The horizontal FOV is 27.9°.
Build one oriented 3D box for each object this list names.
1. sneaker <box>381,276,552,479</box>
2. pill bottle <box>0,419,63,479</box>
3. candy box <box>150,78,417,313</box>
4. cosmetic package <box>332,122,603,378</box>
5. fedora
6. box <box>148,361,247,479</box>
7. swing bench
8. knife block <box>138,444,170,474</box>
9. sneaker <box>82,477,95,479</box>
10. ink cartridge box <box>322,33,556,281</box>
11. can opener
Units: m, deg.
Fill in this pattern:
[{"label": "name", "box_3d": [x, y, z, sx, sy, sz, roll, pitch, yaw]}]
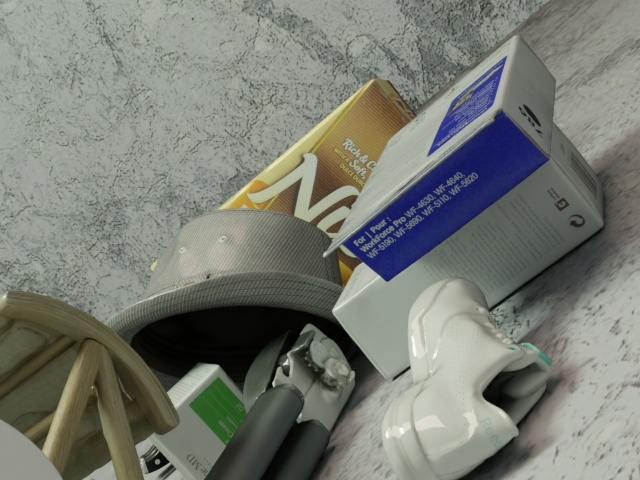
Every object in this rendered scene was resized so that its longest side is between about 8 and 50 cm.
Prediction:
[{"label": "sneaker", "box_3d": [0.106, 0.083, 0.836, 0.094, 0.080, 0.212, -25, 20, 23]}, {"label": "pill bottle", "box_3d": [-0.267, 0.232, 0.735, 0.283, 0.161, 0.161, -53, 2, 25]}, {"label": "candy box", "box_3d": [0.000, 0.000, 1.351, 0.316, 0.183, 0.087, -39, -4, 16]}, {"label": "cosmetic package", "box_3d": [0.126, 0.006, 1.095, 0.231, 0.085, 0.117, -37, 8, 20]}, {"label": "fedora", "box_3d": [-0.084, 0.054, 1.244, 0.275, 0.243, 0.124, -23, 56, 34]}, {"label": "box", "box_3d": [-0.099, 0.176, 1.175, 0.087, 0.101, 0.102, -43, 7, -13]}, {"label": "swing bench", "box_3d": [-0.237, 0.213, 0.970, 0.253, 0.165, 0.255, -35, 47, 36]}, {"label": "knife block", "box_3d": [-0.108, 0.145, 1.472, 0.275, 0.088, 0.242, -36, 10, 35]}, {"label": "sneaker", "box_3d": [-0.274, 0.309, 1.408, 0.092, 0.087, 0.228, -36, 12, -24]}, {"label": "ink cartridge box", "box_3d": [0.108, -0.066, 1.046, 0.165, 0.065, 0.333, -38, 7, 22]}, {"label": "can opener", "box_3d": [-0.038, 0.162, 1.050, 0.093, 0.074, 0.280, -30, 14, 27]}]
